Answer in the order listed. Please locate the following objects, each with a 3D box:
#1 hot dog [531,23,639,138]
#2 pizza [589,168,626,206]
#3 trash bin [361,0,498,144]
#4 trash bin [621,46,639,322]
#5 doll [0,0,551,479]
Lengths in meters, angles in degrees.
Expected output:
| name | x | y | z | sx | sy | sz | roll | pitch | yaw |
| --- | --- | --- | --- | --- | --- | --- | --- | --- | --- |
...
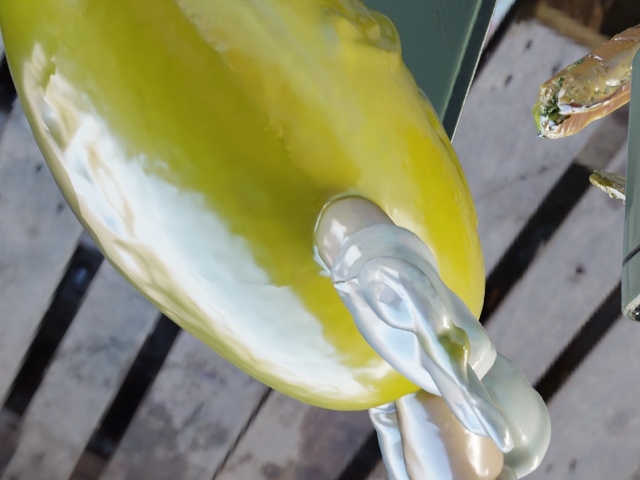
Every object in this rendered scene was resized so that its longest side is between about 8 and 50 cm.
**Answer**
| name | x | y | z | sx | sy | sz | roll | pitch | yaw |
| --- | --- | --- | --- | --- | --- | --- | --- | --- | --- |
| hot dog | 0.338 | -0.192 | 1.827 | 0.115 | 0.269 | 0.072 | -35 | 85 | 47 |
| pizza | 0.258 | -0.031 | 1.242 | 0.083 | 0.078 | 0.025 | 25 | 104 | 32 |
| trash bin | 0.045 | -0.189 | 1.315 | 0.158 | 0.343 | 0.223 | 16 | 104 | -2 |
| trash bin | 0.177 | -0.036 | 0.707 | 0.059 | 0.130 | 0.116 | 9 | 160 | -10 |
| doll | 0.007 | 0.014 | 0.707 | 0.161 | 0.348 | 0.423 | -35 | 146 | -4 |
